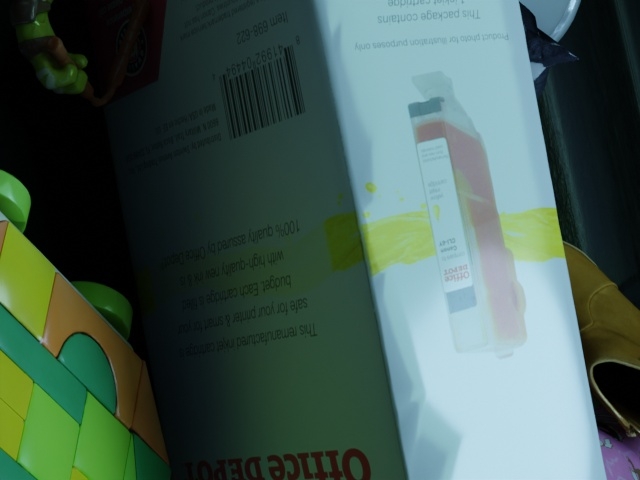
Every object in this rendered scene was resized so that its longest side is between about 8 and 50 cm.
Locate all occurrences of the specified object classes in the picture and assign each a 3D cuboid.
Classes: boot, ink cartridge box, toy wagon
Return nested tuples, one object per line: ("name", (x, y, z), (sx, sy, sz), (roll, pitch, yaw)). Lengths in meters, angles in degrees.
("boot", (0.247, 0.087, 1.690), (0.295, 0.104, 0.211), (32, 12, 1))
("ink cartridge box", (0.005, -0.010, 1.134), (0.160, 0.279, 0.385), (-8, 87, -34))
("toy wagon", (-0.155, 0.132, 1.003), (0.344, 0.068, 0.267), (52, 34, -45))

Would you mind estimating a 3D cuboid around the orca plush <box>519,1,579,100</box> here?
("orca plush", (0.107, -0.129, 1.508), (0.287, 0.151, 0.102), (113, -18, -57))

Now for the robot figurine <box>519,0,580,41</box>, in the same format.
("robot figurine", (0.126, -0.260, 1.664), (0.353, 0.199, 0.300), (7, 70, -65))

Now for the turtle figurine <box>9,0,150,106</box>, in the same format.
("turtle figurine", (-0.199, -0.206, 1.043), (0.217, 0.087, 0.269), (-17, 103, -63))

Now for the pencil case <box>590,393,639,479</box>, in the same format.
("pencil case", (0.193, 0.220, 1.629), (0.386, 0.167, 0.160), (0, 77, -66))
